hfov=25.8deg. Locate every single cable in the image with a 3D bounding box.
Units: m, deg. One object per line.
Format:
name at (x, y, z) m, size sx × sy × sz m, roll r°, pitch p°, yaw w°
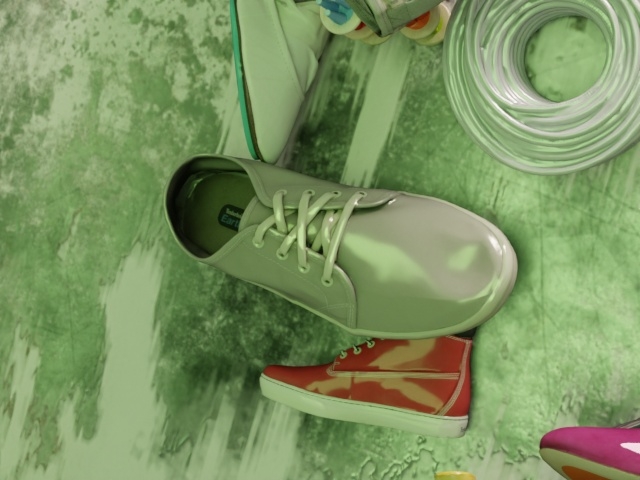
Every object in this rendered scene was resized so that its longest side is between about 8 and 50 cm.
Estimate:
cable at (0.256, -0.199, 1.498) m, size 0.257 × 0.089 × 0.257 m, roll 36°, pitch 104°, yaw 18°

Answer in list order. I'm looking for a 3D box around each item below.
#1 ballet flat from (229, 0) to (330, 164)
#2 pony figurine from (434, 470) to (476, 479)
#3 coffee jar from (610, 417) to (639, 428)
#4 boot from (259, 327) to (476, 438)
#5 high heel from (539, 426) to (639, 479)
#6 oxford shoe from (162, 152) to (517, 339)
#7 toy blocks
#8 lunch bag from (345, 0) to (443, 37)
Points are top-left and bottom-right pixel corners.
ballet flat at (-0.055, -0.292, 1.616) m, size 0.139 × 0.139 × 0.400 m, roll -13°, pitch 84°, yaw 22°
pony figurine at (0.207, 0.440, 1.417) m, size 0.302 × 0.351 × 0.363 m, roll -7°, pitch 69°, yaw 19°
coffee jar at (0.353, 0.280, 1.463) m, size 0.096 × 0.079 × 0.184 m, roll -23°, pitch 81°, yaw 13°
boot at (0.055, 0.119, 1.586) m, size 0.244 × 0.088 × 0.176 m, roll 7°, pitch 92°, yaw 14°
high heel at (0.413, 0.199, 1.387) m, size 0.377 × 0.127 × 0.181 m, roll 16°, pitch 67°, yaw 1°
oxford shoe at (0.000, 0.000, 1.543) m, size 0.449 × 0.130 × 0.169 m, roll 16°, pitch 80°, yaw 31°
toy blocks at (0.067, -0.250, 1.543) m, size 0.123 × 0.148 × 0.054 m, roll 4°, pitch 92°, yaw 23°
lunch bag at (0.095, -0.358, 1.437) m, size 0.235 × 0.169 × 0.287 m, roll -31°, pitch 51°, yaw -4°
